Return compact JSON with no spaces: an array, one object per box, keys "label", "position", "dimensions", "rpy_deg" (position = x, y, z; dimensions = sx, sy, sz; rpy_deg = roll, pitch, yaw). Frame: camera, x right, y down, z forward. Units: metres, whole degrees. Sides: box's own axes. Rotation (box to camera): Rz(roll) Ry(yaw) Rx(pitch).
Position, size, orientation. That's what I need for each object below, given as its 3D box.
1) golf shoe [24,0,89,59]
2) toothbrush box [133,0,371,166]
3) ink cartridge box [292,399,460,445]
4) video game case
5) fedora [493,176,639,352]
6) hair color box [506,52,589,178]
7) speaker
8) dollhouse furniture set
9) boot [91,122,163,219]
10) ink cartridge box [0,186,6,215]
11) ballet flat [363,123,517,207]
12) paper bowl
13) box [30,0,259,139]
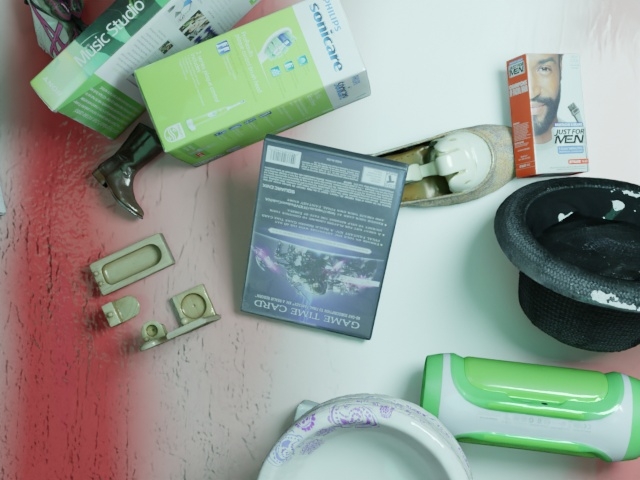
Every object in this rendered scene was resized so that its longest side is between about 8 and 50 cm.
[{"label":"golf shoe","position":[-0.371,-0.292,1.499],"dimensions":[0.086,0.067,0.186],"rpy_deg":[-20,93,35]},{"label":"toothbrush box","position":[-0.083,-0.213,1.397],"dimensions":[0.283,0.206,0.122],"rpy_deg":[-21,87,5]},{"label":"ink cartridge box","position":[0.050,0.391,1.452],"dimensions":[0.239,0.060,0.275],"rpy_deg":[15,90,6]},{"label":"video game case","position":[0.000,0.000,1.417],"dimensions":[0.196,0.026,0.274],"rpy_deg":[13,119,5]},{"label":"fedora","position":[0.384,0.047,1.365],"dimensions":[0.334,0.334,0.152],"rpy_deg":[14,125,5]},{"label":"hair color box","position":[0.317,-0.174,1.425],"dimensions":[0.093,0.053,0.167],"rpy_deg":[-5,88,-23]},{"label":"speaker","position":[0.287,0.228,1.401],"dimensions":[0.297,0.131,0.131],"rpy_deg":[6,90,5]},{"label":"dollhouse furniture set","position":[-0.246,0.074,1.446],"dimensions":[0.144,0.123,0.151],"rpy_deg":[-25,87,4]},{"label":"boot","position":[-0.262,-0.103,1.497],"dimensions":[0.114,0.037,0.106],"rpy_deg":[-44,88,-2]},{"label":"ink cartridge box","position":[-0.648,-0.153,1.510],"dimensions":[0.304,0.072,0.307],"rpy_deg":[-13,90,4]},{"label":"ballet flat","position":[0.143,-0.093,1.427],"dimensions":[0.316,0.106,0.107],"rpy_deg":[-16,88,4]},{"label":"paper bowl","position":[0.061,0.341,1.341],"dimensions":[0.284,0.148,0.284],"rpy_deg":[1,94,8]},{"label":"box","position":[-0.223,-0.281,1.396],"dimensions":[0.322,0.232,0.058],"rpy_deg":[-44,82,2]}]
